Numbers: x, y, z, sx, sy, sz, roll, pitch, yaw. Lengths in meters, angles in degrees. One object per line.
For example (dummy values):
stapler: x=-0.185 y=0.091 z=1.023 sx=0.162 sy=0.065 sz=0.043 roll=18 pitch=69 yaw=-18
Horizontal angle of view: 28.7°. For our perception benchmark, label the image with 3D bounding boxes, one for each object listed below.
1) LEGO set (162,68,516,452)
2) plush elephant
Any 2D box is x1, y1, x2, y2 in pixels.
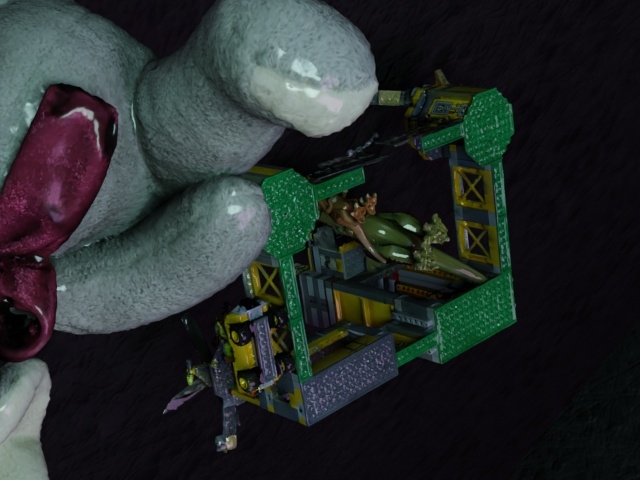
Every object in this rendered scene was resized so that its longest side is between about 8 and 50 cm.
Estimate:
LEGO set: x=0.000 y=0.000 z=1.007 sx=0.331 sy=0.192 sz=0.255 roll=-33 pitch=119 yaw=-34
plush elephant: x=-0.180 y=0.001 z=0.581 sx=0.255 sy=0.272 sz=0.330 roll=-63 pitch=-173 yaw=-30
